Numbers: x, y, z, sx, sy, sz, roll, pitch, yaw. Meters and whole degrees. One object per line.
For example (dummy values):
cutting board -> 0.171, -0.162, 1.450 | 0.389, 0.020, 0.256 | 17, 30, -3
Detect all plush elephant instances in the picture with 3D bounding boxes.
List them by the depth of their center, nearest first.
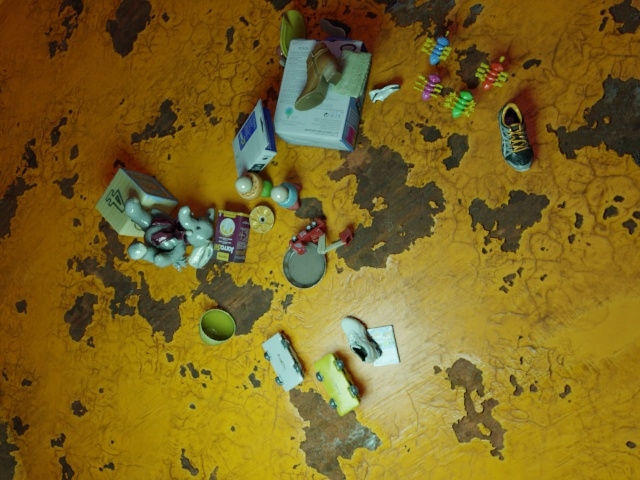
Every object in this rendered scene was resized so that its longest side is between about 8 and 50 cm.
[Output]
plush elephant -> -0.516, -0.028, 1.520 | 0.255, 0.330, 0.272 | -28, 50, 8

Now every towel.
towel -> 0.098, -0.530, 1.303 | 0.110, 0.027, 0.148 | 18, 92, 19

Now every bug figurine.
bug figurine -> 0.431, -0.518, 1.304 | 0.279, 0.072, 0.216 | 35, 105, 15

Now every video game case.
video game case -> 0.206, 0.347, 1.356 | 0.087, 0.011, 0.122 | -14, 81, 20

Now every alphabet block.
alphabet block -> -0.741, -0.147, 1.666 | 0.193, 0.192, 0.197 | 41, 101, 21

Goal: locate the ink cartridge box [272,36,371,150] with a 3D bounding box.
ink cartridge box -> 0.014, -0.531, 1.424 | 0.270, 0.151, 0.395 | 12, 91, 20

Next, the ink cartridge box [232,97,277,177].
ink cartridge box -> -0.227, -0.342, 1.446 | 0.332, 0.065, 0.165 | -25, 73, 61

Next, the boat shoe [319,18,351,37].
boat shoe -> 0.052, -0.772, 1.488 | 0.133, 0.049, 0.042 | 37, 71, 26

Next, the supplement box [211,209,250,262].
supplement box -> -0.335, -0.015, 1.555 | 0.104, 0.081, 0.188 | 9, 89, 21

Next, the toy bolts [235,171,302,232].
toy bolts -> -0.190, -0.137, 1.461 | 0.228, 0.158, 0.218 | 0, 90, 18

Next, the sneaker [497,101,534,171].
sneaker -> 0.578, -0.310, 1.226 | 0.084, 0.083, 0.215 | -17, 81, 17

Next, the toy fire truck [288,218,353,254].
toy fire truck -> 0.000, 0.000, 1.418 | 0.192, 0.047, 0.135 | -36, 60, -7

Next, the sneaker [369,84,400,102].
sneaker -> 0.223, -0.502, 1.406 | 0.109, 0.040, 0.044 | -11, 98, 23

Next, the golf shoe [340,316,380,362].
golf shoe -> 0.119, 0.324, 1.345 | 0.176, 0.086, 0.069 | 48, 114, 25

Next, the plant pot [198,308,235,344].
plant pot -> -0.400, 0.339, 1.539 | 0.134, 0.134, 0.095 | 53, 129, 16

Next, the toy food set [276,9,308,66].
toy food set -> -0.118, -0.725, 1.514 | 0.071, 0.128, 0.218 | 10, 95, 42

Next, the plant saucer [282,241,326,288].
plant saucer -> -0.054, 0.088, 1.467 | 0.168, 0.029, 0.168 | -2, 84, 21

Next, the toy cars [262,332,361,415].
toy cars -> -0.028, 0.446, 1.403 | 0.393, 0.087, 0.176 | 14, 86, 25

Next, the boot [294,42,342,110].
boot -> -0.024, -0.527, 1.331 | 0.197, 0.073, 0.152 | -34, 63, 25
